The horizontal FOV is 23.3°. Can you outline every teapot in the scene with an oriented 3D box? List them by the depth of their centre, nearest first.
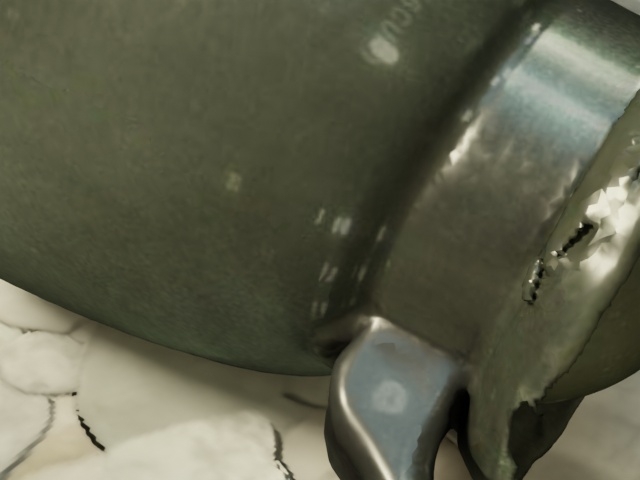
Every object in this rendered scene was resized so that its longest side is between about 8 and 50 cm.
[{"bbox_3d":[0.009,-0.020,0.489,0.285,0.223,0.305,29,35,14],"label":"teapot"}]
